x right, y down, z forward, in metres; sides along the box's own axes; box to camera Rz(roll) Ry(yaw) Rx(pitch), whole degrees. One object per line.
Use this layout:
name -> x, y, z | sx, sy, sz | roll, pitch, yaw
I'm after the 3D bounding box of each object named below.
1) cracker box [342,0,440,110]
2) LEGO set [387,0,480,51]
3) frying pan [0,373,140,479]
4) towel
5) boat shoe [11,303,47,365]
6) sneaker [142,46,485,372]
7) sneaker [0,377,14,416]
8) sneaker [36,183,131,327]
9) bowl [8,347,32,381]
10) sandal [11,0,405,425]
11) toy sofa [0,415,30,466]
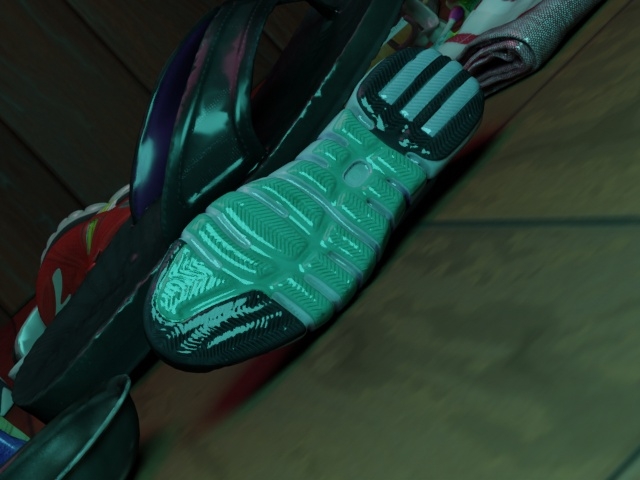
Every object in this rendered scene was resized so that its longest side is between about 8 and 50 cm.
cracker box -> 0.040, -0.200, 1.719 | 0.156, 0.067, 0.232 | -41, 7, 14
LEGO set -> 0.117, -0.235, 1.271 | 0.107, 0.132, 0.287 | -58, -6, -44
frying pan -> -0.147, 0.145, 0.850 | 0.197, 0.053, 0.326 | -45, 10, -15
towel -> 0.180, -0.200, 1.121 | 0.329, 0.037, 0.237 | -46, 9, -21
boat shoe -> -0.243, 0.047, 1.777 | 0.219, 0.078, 0.070 | -48, 10, -21
sneaker -> 0.000, 0.000, 0.882 | 0.224, 0.083, 0.098 | -41, -14, -22
sneaker -> -0.406, 0.161, 1.698 | 0.094, 0.153, 0.235 | -41, 7, 28
sneaker -> -0.198, 0.022, 1.612 | 0.279, 0.107, 0.118 | -40, 17, 40
bowl -> -0.185, 0.071, 1.442 | 0.142, 0.053, 0.142 | -37, 10, 36
sandal -> -0.087, -0.066, 1.229 | 0.445, 0.107, 0.167 | -53, 19, -9
toy sofa -> -0.379, 0.206, 1.235 | 0.362, 0.177, 0.150 | -37, 10, 35
